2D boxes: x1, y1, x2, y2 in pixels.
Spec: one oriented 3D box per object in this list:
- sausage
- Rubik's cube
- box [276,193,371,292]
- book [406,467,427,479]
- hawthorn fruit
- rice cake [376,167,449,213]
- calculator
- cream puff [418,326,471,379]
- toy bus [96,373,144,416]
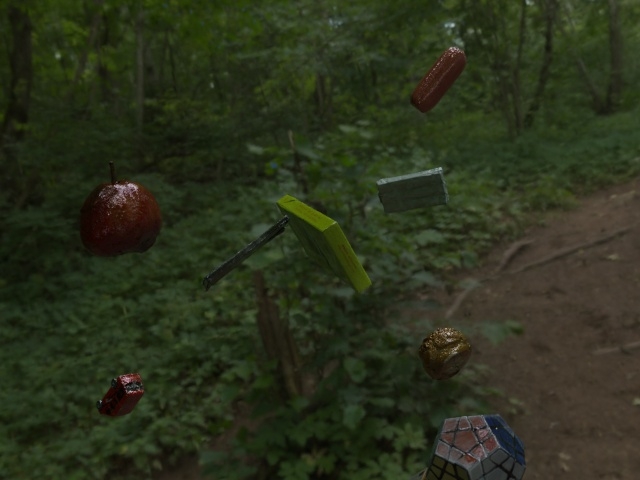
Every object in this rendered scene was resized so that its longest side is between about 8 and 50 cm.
[{"bbox_3d":[0.257,-0.349,1.452,0.154,0.062,0.062,-52,-21,12],"label":"sausage"},{"bbox_3d":[0.481,0.684,2.078,0.264,0.319,0.319,-47,-22,21],"label":"Rubik's cube"},{"bbox_3d":[0.000,0.000,1.659,0.047,0.187,0.335,-36,25,-11],"label":"box"},{"bbox_3d":[0.282,0.800,2.133,0.118,0.012,0.172,-44,-4,28],"label":"book"},{"bbox_3d":[-0.552,-0.086,1.857,0.210,0.266,0.230,3,8,29],"label":"hawthorn fruit"},{"bbox_3d":[0.270,-0.144,1.980,0.211,0.124,0.038,-4,32,26],"label":"rice cake"},{"bbox_3d":[-0.183,0.031,1.662,0.262,0.021,0.161,-39,-2,-17],"label":"calculator"},{"bbox_3d":[0.302,0.272,1.645,0.126,0.103,0.144,-26,-35,-15],"label":"cream puff"},{"bbox_3d":[-0.638,0.507,2.135,0.081,0.089,0.195,1,-43,-47],"label":"toy bus"}]
